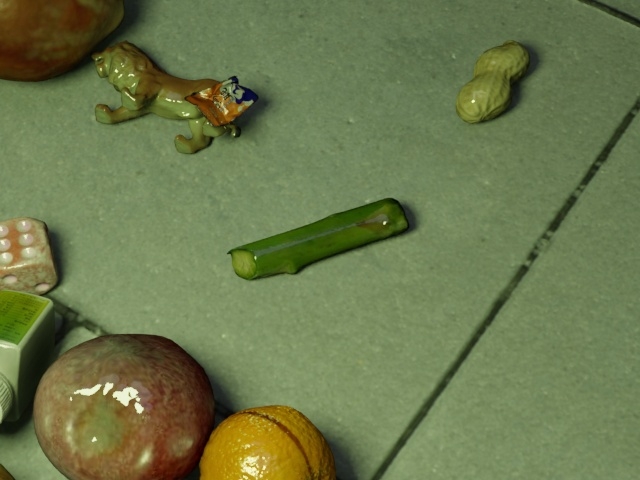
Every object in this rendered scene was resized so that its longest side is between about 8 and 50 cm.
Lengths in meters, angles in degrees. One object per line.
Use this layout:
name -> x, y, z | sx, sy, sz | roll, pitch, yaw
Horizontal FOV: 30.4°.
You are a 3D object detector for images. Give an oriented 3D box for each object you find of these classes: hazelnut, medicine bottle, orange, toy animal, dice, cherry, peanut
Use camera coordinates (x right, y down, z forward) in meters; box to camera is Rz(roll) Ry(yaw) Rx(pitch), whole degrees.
hazelnut -> -0.501, -0.436, 1.908 | 0.365, 0.366, 0.366 | 0, 57, 0
medicine bottle -> -0.429, 0.169, 1.581 | 0.088, 0.132, 0.188 | 13, 29, 4
orange -> -0.063, 0.305, 1.490 | 0.161, 0.193, 0.193 | 0, 53, 31
toy animal -> -0.247, -0.239, 1.913 | 0.312, 0.097, 0.157 | 18, 53, 10
dice -> -0.440, 0.026, 1.737 | 0.094, 0.091, 0.093 | -14, 58, -8
cherry -> -0.249, 0.227, 1.547 | 0.239, 0.239, 0.206 | 6, 88, 4
peanut -> 0.285, -0.263, 1.931 | 0.082, 0.082, 0.187 | 23, 59, 15

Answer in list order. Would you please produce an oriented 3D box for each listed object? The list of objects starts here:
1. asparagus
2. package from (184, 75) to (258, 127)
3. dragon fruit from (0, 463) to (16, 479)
asparagus -> 0.000, -0.001, 1.771 | 0.277, 0.060, 0.067 | -20, 69, -11
package -> -0.152, -0.218, 1.834 | 0.110, 0.033, 0.077 | -37, 86, -33
dragon fruit -> -0.500, 0.340, 1.470 | 0.307, 0.243, 0.227 | 44, 35, -9
